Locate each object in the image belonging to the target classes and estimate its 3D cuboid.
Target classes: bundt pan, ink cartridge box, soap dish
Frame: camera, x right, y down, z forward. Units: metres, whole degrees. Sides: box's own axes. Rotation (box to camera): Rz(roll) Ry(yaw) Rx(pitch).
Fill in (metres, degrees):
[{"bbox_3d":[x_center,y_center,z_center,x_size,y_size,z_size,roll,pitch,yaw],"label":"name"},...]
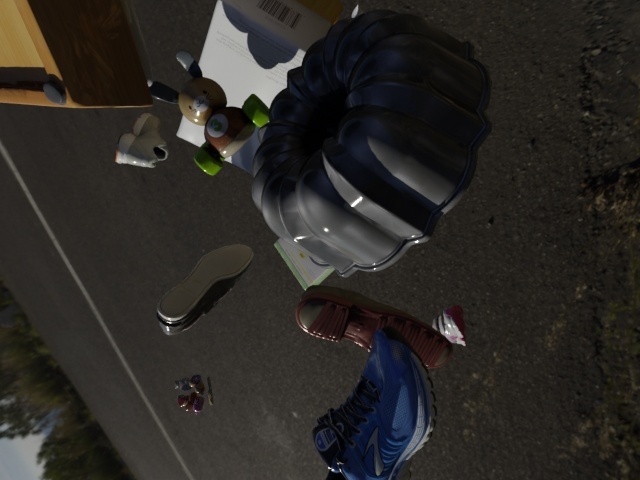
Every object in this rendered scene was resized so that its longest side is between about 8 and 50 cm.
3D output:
[{"bbox_3d":[0.027,-0.129,0.554,0.331,0.124,0.330,-31,47,42],"label":"bundt pan"},{"bbox_3d":[0.000,0.000,1.249,0.235,0.056,0.171,-45,69,27],"label":"ink cartridge box"},{"bbox_3d":[-0.312,-0.267,0.444,0.229,0.118,0.290,11,131,22],"label":"soap dish"}]

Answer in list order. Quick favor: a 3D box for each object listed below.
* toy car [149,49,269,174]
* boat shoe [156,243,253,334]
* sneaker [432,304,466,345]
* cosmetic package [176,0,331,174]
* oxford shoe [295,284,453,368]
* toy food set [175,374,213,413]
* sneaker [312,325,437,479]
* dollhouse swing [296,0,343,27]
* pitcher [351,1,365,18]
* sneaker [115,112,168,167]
[{"bbox_3d":[-0.210,-0.245,0.835,0.188,0.155,0.149,44,-169,-20],"label":"toy car"},{"bbox_3d":[-0.310,0.125,1.241,0.112,0.335,0.095,31,134,14],"label":"boat shoe"},{"bbox_3d":[0.445,0.303,1.596,0.112,0.102,0.252,-3,146,20],"label":"sneaker"},{"bbox_3d":[-0.161,-0.352,1.029,0.217,0.156,0.385,28,141,-14],"label":"cosmetic package"},{"bbox_3d":[0.122,0.172,1.001,0.349,0.130,0.122,23,111,-4],"label":"oxford shoe"},{"bbox_3d":[-0.272,0.324,0.958,0.122,0.019,0.077,-24,71,36],"label":"toy food set"},{"bbox_3d":[0.070,0.284,0.684,0.130,0.147,0.329,-132,48,-67],"label":"sneaker"},{"bbox_3d":[-0.147,-0.596,1.329,0.305,0.315,0.347,31,164,-10],"label":"dollhouse swing"},{"bbox_3d":[0.198,-0.797,1.776,0.207,0.177,0.125,25,176,-10],"label":"pitcher"},{"bbox_3d":[-0.493,-0.279,1.324,0.121,0.262,0.099,19,125,-13],"label":"sneaker"}]
